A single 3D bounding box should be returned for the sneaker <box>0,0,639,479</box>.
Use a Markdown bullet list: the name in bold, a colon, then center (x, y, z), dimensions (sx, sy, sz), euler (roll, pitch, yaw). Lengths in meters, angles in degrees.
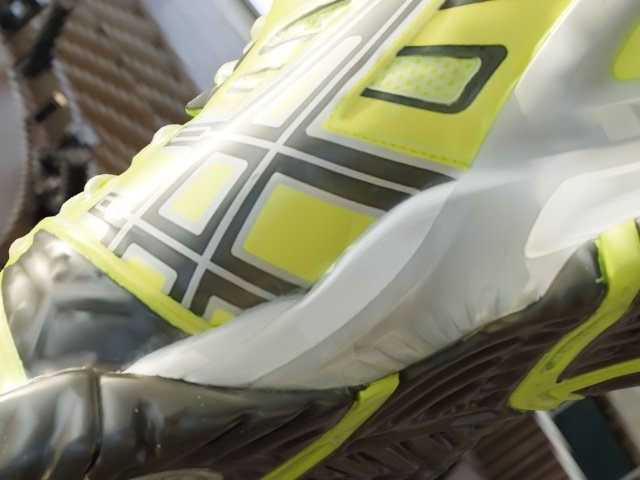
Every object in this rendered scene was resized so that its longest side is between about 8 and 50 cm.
- **sneaker**: center (0.000, 0.000, 0.512), dimensions (0.145, 0.384, 0.147), euler (46, -156, -64)
